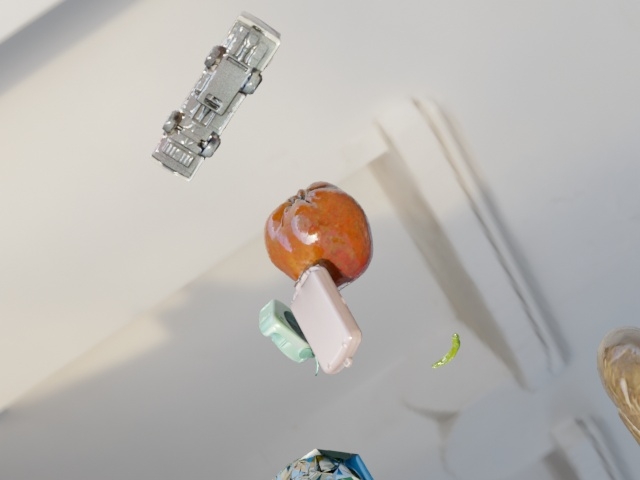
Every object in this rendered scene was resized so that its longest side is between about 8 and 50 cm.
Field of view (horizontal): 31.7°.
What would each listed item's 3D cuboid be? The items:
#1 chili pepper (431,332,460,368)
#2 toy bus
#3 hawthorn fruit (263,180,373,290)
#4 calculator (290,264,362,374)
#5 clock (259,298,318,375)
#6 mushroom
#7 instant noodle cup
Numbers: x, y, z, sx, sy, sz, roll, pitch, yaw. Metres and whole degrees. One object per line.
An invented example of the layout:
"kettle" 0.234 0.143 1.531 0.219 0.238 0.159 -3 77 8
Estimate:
"chili pepper" 0.211 0.183 1.867 0.030 0.083 0.017 13 -143 -13
"toy bus" -0.161 -0.223 1.730 0.092 0.268 0.106 31 -161 -11
"hawthorn fruit" 0.000 0.000 1.835 0.189 0.189 0.189 56 180 0
"calculator" 0.007 0.120 1.693 0.032 0.100 0.175 -3 -130 -36
"clock" -0.043 0.161 1.854 0.135 0.041 0.101 44 -169 -13
"mushroom" 0.408 0.167 1.347 0.151 0.156 0.285 44 -177 -7
"instant noodle cup" 0.009 0.462 1.834 0.240 0.240 0.178 56 176 -17
